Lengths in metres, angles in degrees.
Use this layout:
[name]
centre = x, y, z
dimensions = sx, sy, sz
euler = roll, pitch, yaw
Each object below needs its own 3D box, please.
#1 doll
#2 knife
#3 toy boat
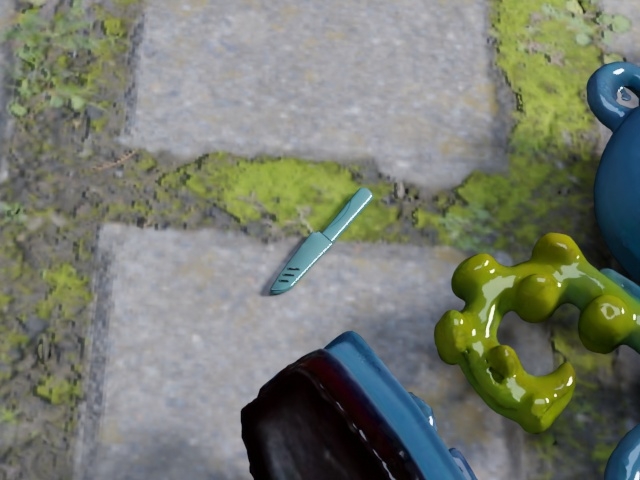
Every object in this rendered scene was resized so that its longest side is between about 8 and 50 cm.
[doll]
centre = 0.249, 0.024, 0.958
dimensions = 0.346, 0.099, 0.341
euler = -29, 62, -27
[knife]
centre = 0.000, 0.000, 1.000
dimensions = 0.014, 0.005, 0.091
euler = 32, 57, 14
[toy boat]
centre = 0.043, 0.148, 0.853
dimensions = 0.097, 0.100, 0.223
euler = 4, 49, -51
